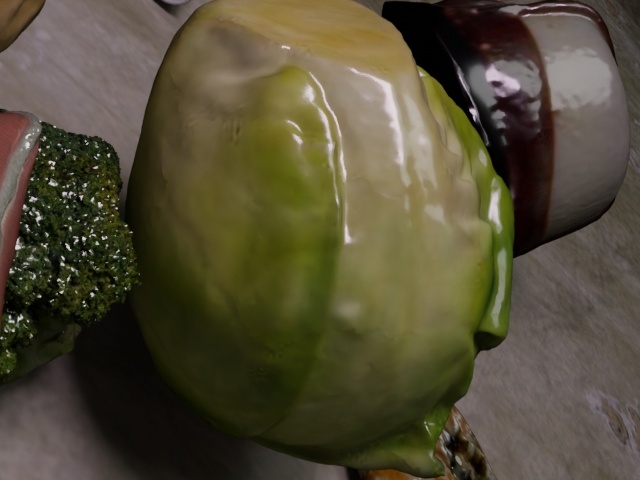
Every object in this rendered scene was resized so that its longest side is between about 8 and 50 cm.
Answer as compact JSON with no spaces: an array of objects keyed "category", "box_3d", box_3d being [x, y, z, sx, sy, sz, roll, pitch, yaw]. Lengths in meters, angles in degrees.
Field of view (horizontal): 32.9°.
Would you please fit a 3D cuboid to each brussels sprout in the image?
[{"category":"brussels sprout","box_3d":[-0.002,-0.001,0.650,0.259,0.227,0.294,-107,-166,-55]}]

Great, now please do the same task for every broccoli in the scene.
[{"category":"broccoli","box_3d":[-0.166,0.004,0.548,0.162,0.146,0.138,-105,-179,-56]}]

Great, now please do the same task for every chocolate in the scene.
[{"category":"chocolate","box_3d":[0.193,-0.131,1.070,0.283,0.186,0.283,156,-90,-82]}]

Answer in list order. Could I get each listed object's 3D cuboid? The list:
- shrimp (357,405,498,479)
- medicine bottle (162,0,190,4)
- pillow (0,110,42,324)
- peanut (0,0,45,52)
[{"category":"shrimp","box_3d":[0.129,0.256,0.817,0.233,0.071,0.365,22,37,-55]},{"category":"medicine bottle","box_3d":[-0.121,-0.246,0.953,0.052,0.052,0.089,42,31,-25]},{"category":"pillow","box_3d":[-0.198,0.018,0.430,0.179,0.171,0.075,-96,166,-45]},{"category":"peanut","box_3d":[-0.279,-0.156,0.457,0.387,0.192,0.169,5,41,-55]}]
